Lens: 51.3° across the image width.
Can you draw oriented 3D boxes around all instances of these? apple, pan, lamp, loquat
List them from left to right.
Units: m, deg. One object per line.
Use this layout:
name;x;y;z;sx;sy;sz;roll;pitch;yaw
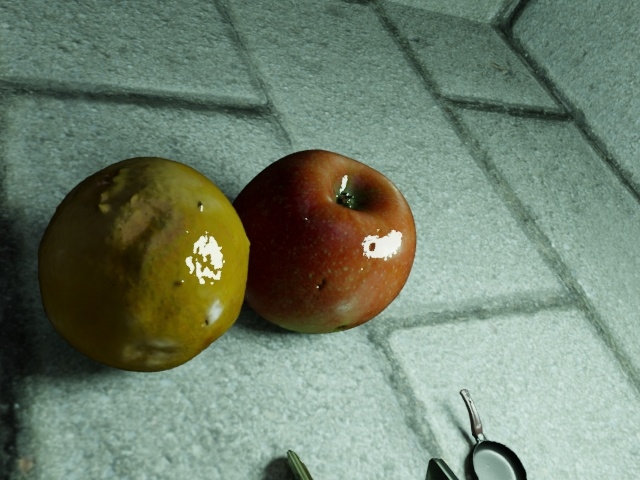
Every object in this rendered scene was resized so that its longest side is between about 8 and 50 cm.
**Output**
loquat;-0.259;0.037;1.003;0.328;0.328;0.328;17;43;-17
apple;0.000;0.000;1.230;0.349;0.277;0.348;17;43;-17
lamp;0.086;0.400;1.040;0.283;0.124;0.203;1;29;-28
pan;0.299;0.376;1.222;0.115;0.040;0.212;-6;60;-35
